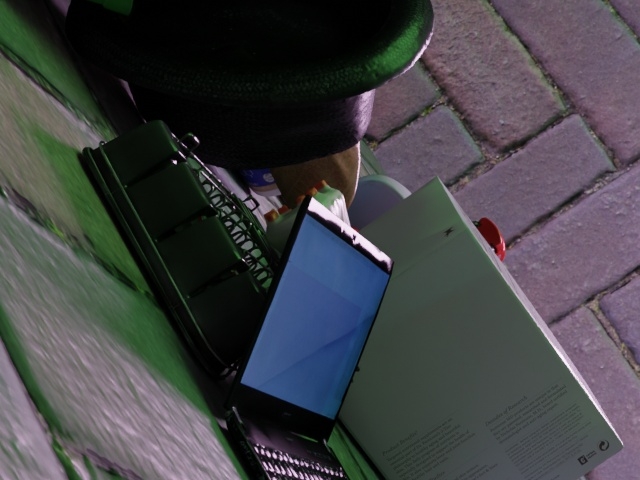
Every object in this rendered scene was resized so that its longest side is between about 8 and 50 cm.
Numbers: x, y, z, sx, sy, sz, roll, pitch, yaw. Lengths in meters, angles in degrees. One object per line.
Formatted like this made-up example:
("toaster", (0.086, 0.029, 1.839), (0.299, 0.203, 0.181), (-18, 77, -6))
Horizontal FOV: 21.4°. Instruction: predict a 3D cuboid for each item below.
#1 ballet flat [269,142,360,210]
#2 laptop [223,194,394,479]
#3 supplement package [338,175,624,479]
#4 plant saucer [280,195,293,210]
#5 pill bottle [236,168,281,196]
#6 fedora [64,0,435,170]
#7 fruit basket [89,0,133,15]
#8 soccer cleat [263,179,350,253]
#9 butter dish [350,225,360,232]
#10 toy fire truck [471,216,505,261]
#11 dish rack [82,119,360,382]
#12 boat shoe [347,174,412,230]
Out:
("ballet flat", (-0.027, -0.189, 1.763), (0.124, 0.116, 0.342), (9, 80, -68))
("laptop", (0.037, 0.135, 1.217), (0.264, 0.136, 0.234), (58, 8, 20))
("supplement package", (0.118, 0.117, 1.609), (0.263, 0.199, 0.198), (53, 6, -15))
("plant saucer", (-0.029, -0.080, 2.224), (0.278, 0.041, 0.278), (54, 7, -10))
("pill bottle", (-0.081, -0.149, 1.879), (0.187, 0.112, 0.112), (51, 8, -30))
("fedora", (-0.063, -0.164, 1.558), (0.334, 0.334, 0.152), (-117, -160, -47))
("fruit basket", (-0.118, -0.326, 1.506), (0.327, 0.353, 0.165), (-115, -158, -53))
("soccer cleat", (0.000, 0.000, 1.352), (0.076, 0.068, 0.196), (60, 1, 3))
("butter dish", (0.042, 0.040, 1.771), (0.160, 0.118, 0.160), (54, 3, -13))
("toy fire truck", (0.148, 0.055, 2.111), (0.047, 0.192, 0.135), (61, 1, 27))
("dish rack", (-0.066, 0.027, 1.329), (0.208, 0.074, 0.271), (60, 6, 22))
("boat shoe", (0.135, 0.088, 1.908), (0.367, 0.136, 0.156), (63, 24, -2))
